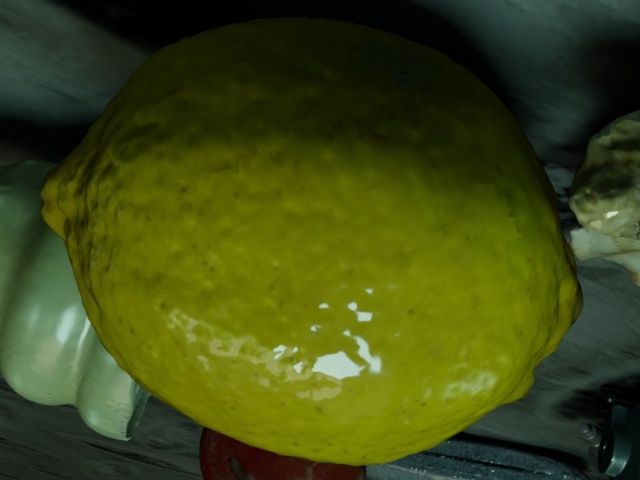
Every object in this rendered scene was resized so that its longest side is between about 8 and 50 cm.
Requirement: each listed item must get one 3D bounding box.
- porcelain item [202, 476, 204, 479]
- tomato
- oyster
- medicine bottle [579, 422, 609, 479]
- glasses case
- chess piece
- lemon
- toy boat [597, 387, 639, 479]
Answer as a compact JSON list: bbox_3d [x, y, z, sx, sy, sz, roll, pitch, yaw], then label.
[{"bbox_3d":[-0.054,0.321,1.185,0.141,0.141,0.259,-6,134,36],"label":"porcelain item"},{"bbox_3d":[-0.042,0.257,1.017,0.173,0.099,0.189,-22,109,16],"label":"tomato"},{"bbox_3d":[0.188,0.002,0.460,0.161,0.107,0.233,44,-179,38],"label":"oyster"},{"bbox_3d":[0.301,0.215,0.905,0.057,0.058,0.199,-10,145,41],"label":"medicine bottle"},{"bbox_3d":[0.165,0.264,1.065,0.282,0.067,0.109,5,151,15],"label":"glasses case"},{"bbox_3d":[-0.238,-0.016,0.593,0.330,0.182,0.182,22,154,-3],"label":"chess piece"},{"bbox_3d":[0.000,0.000,0.443,0.260,0.204,0.204,15,155,-5],"label":"lemon"},{"bbox_3d":[0.281,0.263,0.739,0.122,0.296,0.114,10,155,1],"label":"toy boat"}]
